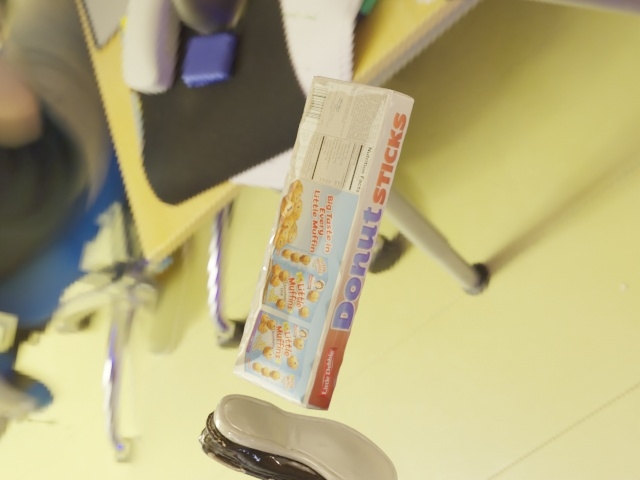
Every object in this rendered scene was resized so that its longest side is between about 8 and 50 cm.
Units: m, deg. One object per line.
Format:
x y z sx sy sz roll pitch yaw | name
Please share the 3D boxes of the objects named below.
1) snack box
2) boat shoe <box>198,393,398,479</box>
0.000 0.000 0.663 0.064 0.022 0.178 18 94 43 | snack box
-0.013 0.132 0.723 0.038 0.125 0.046 -54 24 36 | boat shoe
